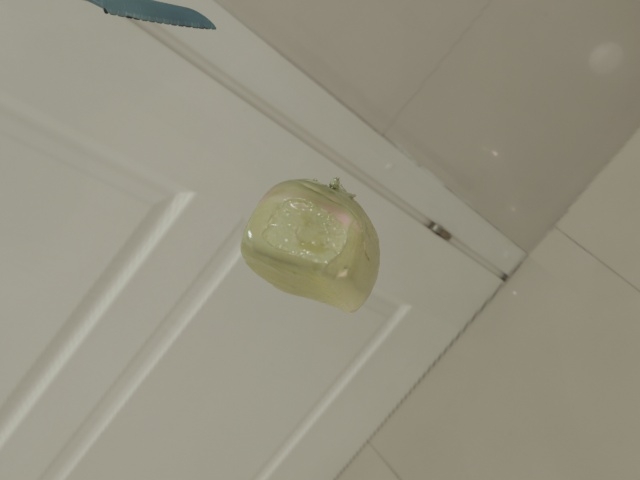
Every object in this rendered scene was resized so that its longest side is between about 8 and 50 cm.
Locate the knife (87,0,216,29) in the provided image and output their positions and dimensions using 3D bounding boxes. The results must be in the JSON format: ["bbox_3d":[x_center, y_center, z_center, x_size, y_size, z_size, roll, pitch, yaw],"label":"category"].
[{"bbox_3d":[-0.263,-0.297,1.003,0.019,0.312,0.045,-42,60,42],"label":"knife"}]

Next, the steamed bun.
[{"bbox_3d":[0.000,0.000,1.097,0.169,0.239,0.153,20,80,18],"label":"steamed bun"}]
